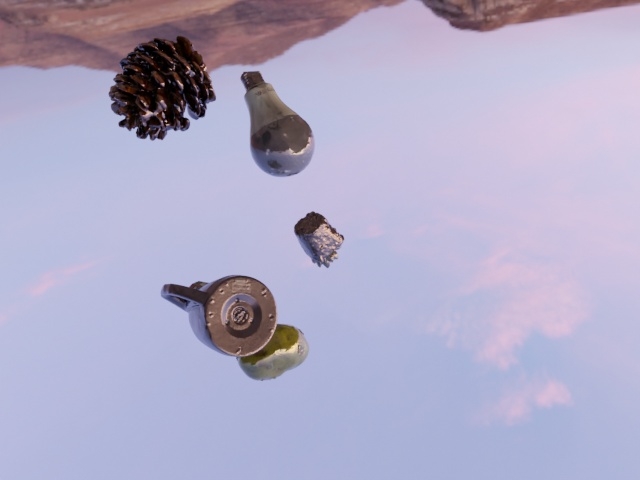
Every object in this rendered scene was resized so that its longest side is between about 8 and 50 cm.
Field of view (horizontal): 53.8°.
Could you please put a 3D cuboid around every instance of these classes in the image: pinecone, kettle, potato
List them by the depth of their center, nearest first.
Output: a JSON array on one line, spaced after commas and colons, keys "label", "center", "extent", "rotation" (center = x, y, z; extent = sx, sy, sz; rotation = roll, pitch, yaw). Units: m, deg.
[{"label": "pinecone", "center": [-0.375, -0.363, 1.498], "extent": [0.224, 0.224, 0.272], "rotation": [9, -137, 34]}, {"label": "kettle", "center": [-0.280, 0.201, 1.678], "extent": [0.250, 0.208, 0.271], "rotation": [-7, 179, -30]}, {"label": "potato", "center": [-0.154, 0.356, 2.024], "extent": [0.253, 0.186, 0.149], "rotation": [8, -142, -40]}]

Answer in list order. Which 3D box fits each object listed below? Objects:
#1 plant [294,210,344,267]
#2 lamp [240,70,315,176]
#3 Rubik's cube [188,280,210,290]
[{"label": "plant", "center": [0.000, 0.000, 2.151], "extent": [0.132, 0.194, 0.129], "rotation": [-42, -139, -9]}, {"label": "lamp", "center": [-0.115, -0.331, 1.756], "extent": [0.181, 0.314, 0.182], "rotation": [-8, 172, -1]}, {"label": "Rubik's cube", "center": [-0.418, 0.206, 2.211], "extent": [0.133, 0.112, 0.133], "rotation": [-13, -117, 28]}]
